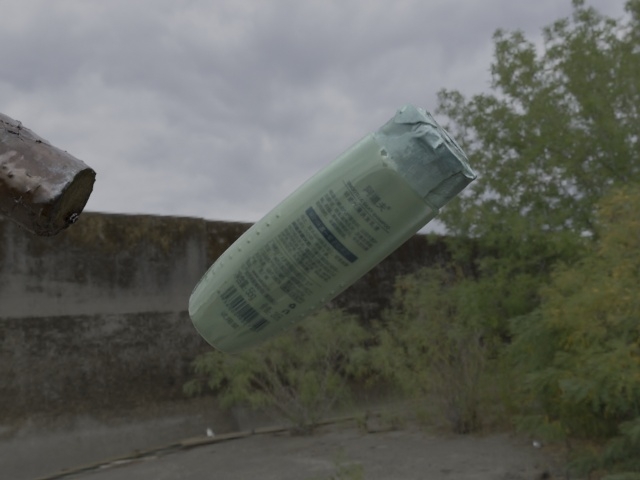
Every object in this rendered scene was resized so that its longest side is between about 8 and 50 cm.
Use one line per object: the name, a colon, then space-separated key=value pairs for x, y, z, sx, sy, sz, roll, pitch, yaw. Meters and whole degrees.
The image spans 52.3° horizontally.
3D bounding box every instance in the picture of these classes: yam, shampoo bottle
yam: x=-0.444 y=-0.111 z=0.866 sx=0.280 sy=0.131 sz=0.131 roll=30 pitch=-10 yaw=4
shampoo bottle: x=0.000 y=0.000 z=0.426 sx=0.212 sy=0.072 sz=0.049 roll=-37 pitch=5 yaw=22
